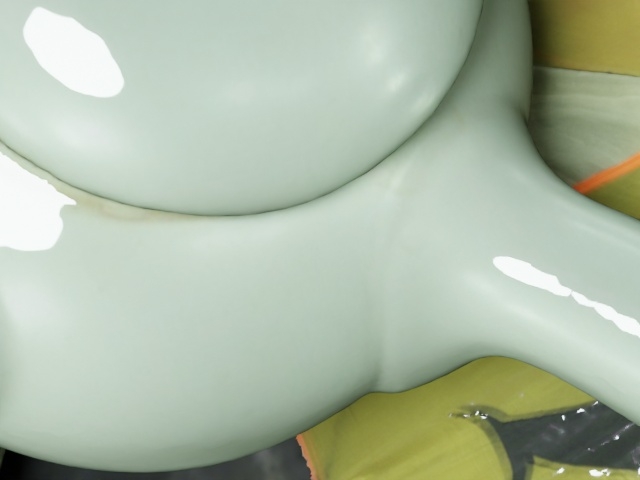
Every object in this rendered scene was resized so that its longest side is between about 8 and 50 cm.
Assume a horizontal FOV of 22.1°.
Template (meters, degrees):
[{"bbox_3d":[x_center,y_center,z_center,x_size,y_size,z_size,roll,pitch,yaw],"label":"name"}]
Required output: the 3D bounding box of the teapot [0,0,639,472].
[{"bbox_3d":[0.012,-0.033,0.413,0.318,0.149,0.220,10,68,-7],"label":"teapot"}]

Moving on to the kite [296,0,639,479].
[{"bbox_3d":[0.066,-0.055,0.478,0.327,0.013,0.378,12,87,34],"label":"kite"}]

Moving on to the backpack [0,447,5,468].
[{"bbox_3d":[-0.201,0.023,0.482,0.140,0.253,0.207,2,82,46],"label":"backpack"}]
